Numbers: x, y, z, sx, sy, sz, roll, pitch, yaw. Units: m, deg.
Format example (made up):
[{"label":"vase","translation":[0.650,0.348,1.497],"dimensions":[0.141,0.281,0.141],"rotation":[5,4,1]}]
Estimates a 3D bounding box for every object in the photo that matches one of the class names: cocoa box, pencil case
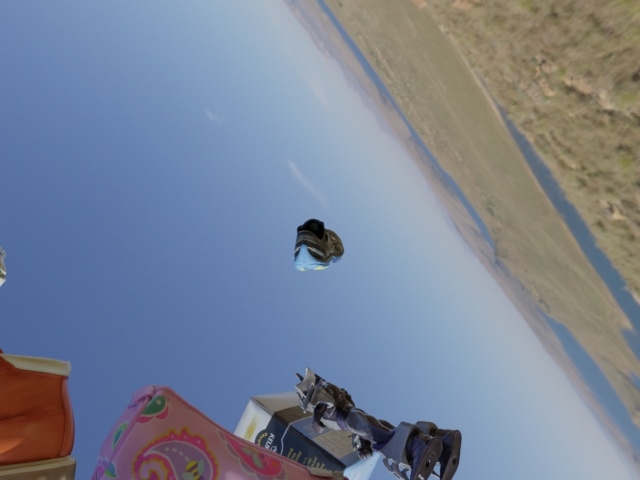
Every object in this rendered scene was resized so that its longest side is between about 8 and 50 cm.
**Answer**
[{"label":"cocoa box","translation":[-0.069,0.506,0.974],"dimensions":[0.228,0.347,0.231],"rotation":[25,180,27]},{"label":"pencil case","translation":[-0.088,0.257,0.523],"dimensions":[0.284,0.124,0.124],"rotation":[32,-160,-14]}]

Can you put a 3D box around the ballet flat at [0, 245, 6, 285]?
[{"label":"ballet flat","translation":[-0.661,0.048,0.917],"dimensions":[0.147,0.147,0.409],"rotation":[54,161,-2]}]

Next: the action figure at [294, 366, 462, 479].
[{"label":"action figure","translation":[0.060,0.281,0.763],"dimensions":[0.285,0.099,0.185],"rotation":[7,157,46]}]

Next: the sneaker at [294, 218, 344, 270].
[{"label":"sneaker","translation":[0.000,0.000,0.845],"dimensions":[0.188,0.067,0.078],"rotation":[-31,-61,-75]}]

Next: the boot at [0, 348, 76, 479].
[{"label":"boot","translation":[-0.209,0.096,0.268],"dimensions":[0.158,0.059,0.085],"rotation":[23,-121,-53]}]
